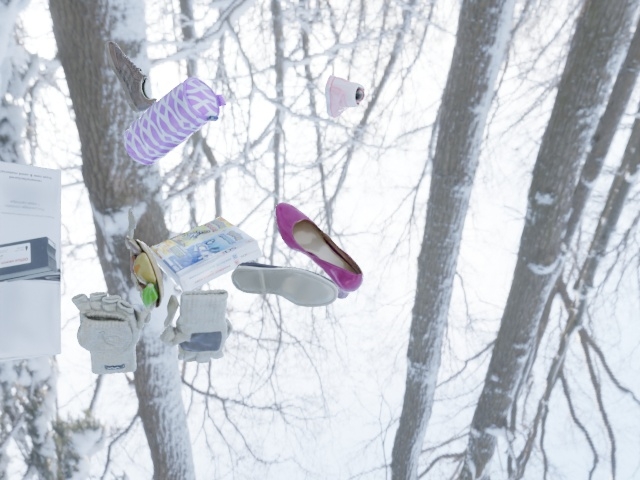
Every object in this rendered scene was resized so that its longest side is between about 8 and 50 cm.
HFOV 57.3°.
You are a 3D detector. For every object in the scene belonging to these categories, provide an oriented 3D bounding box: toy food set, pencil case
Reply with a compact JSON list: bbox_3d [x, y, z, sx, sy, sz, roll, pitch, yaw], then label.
[{"bbox_3d":[-0.304,0.057,0.989,0.038,0.132,0.192,-20,-111,-32],"label":"toy food set"},{"bbox_3d":[-0.262,-0.208,1.035,0.206,0.086,0.088,-23,178,35],"label":"pencil case"}]

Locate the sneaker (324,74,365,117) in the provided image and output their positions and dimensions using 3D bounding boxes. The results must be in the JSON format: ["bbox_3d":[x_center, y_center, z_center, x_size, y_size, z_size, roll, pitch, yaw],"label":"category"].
[{"bbox_3d":[0.049,-0.264,1.109,0.070,0.134,0.051,15,-101,8],"label":"sneaker"}]

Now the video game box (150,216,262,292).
[{"bbox_3d":[-0.256,0.025,1.296,0.187,0.048,0.205,-24,-151,-25],"label":"video game box"}]

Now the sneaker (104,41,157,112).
[{"bbox_3d":[-0.484,-0.428,1.508,0.071,0.189,0.066,-21,-165,6],"label":"sneaker"}]

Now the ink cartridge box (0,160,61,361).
[{"bbox_3d":[-0.690,0.056,1.256,0.285,0.395,0.166,-9,171,43],"label":"ink cartridge box"}]

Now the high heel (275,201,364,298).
[{"bbox_3d":[0.000,0.000,1.791,0.127,0.181,0.377,-37,-101,-28],"label":"high heel"}]

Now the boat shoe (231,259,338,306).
[{"bbox_3d":[-0.060,0.069,1.080,0.206,0.075,0.065,8,-154,17],"label":"boat shoe"}]

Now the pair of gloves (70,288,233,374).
[{"bbox_3d":[-0.262,0.142,0.944,0.240,0.204,0.042,-5,-130,-10],"label":"pair of gloves"}]
